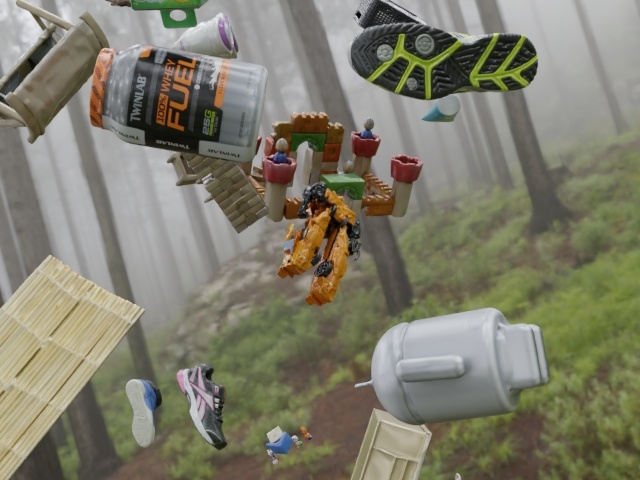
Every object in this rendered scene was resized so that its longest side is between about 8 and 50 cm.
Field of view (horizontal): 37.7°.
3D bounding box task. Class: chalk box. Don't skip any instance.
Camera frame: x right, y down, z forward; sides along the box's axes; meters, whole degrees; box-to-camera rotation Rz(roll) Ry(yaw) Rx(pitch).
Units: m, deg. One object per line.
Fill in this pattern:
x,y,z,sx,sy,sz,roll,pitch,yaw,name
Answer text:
-0.274,-0.491,1.709,0.132,0.213,0.132,-1,24,8,chalk box

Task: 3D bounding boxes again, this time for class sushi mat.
-0.360,0.165,1.094,0.316,0.151,0.019,-54,-13,-26,sushi mat

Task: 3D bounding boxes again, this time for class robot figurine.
0.000,0.000,2.195,0.085,0.211,0.291,-23,33,36,robot figurine
0.248,0.243,1.785,0.353,0.200,0.300,-12,-15,23,robot figurine

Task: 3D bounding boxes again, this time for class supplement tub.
-0.268,-0.265,1.787,0.316,0.194,0.193,9,-5,-4,supplement tub

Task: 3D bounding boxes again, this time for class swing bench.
-0.599,-0.353,1.975,0.254,0.165,0.253,20,64,36,swing bench

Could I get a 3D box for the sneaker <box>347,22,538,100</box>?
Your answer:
0.225,-0.335,1.811,0.384,0.145,0.147,2,3,-21,sneaker

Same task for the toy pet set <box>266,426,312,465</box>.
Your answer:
-0.084,0.538,2.443,0.122,0.114,0.065,-34,39,-1,toy pet set

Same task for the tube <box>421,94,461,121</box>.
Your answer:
0.285,-0.297,2.178,0.080,0.052,0.207,9,-3,0,tube

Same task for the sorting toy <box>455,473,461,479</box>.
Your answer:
0.300,0.544,2.019,0.044,0.075,0.083,-8,0,5,sorting toy

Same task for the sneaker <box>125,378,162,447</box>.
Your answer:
-0.385,0.386,2.101,0.058,0.152,0.084,-24,-16,21,sneaker

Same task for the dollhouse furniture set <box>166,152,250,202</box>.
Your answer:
-0.290,-0.234,2.430,0.135,0.262,0.259,-20,-6,-32,dollhouse furniture set

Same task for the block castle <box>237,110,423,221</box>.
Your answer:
0.008,-0.201,2.445,0.453,0.213,0.303,-3,24,-29,block castle

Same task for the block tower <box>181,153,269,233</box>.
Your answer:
-0.236,-0.168,2.079,0.091,0.335,0.097,-34,23,2,block tower

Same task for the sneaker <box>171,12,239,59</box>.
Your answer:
-0.278,-0.473,2.229,0.152,0.114,0.305,-19,8,4,sneaker

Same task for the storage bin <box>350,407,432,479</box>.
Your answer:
0.147,0.533,2.149,0.123,0.260,0.262,18,-4,2,storage bin

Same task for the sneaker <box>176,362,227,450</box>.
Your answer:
-0.213,0.312,1.803,0.077,0.178,0.072,-28,-23,0,sneaker

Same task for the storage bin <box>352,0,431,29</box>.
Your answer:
0.184,-0.556,2.394,0.084,0.180,0.122,-57,20,19,storage bin

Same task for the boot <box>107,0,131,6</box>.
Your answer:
-0.540,-0.662,2.588,0.087,0.042,0.118,13,18,11,boot
